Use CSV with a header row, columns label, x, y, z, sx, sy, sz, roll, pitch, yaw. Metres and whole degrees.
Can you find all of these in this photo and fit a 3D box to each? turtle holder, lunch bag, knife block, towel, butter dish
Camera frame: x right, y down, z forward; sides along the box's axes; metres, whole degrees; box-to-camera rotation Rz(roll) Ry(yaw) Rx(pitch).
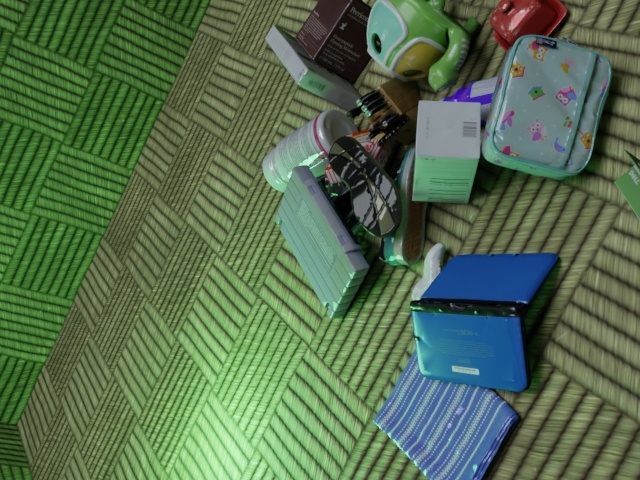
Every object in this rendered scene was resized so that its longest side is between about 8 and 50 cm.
label,x,y,z,sx,sy,sz,roll,pitch,yaw
turtle holder,0.260,-0.510,1.962,0.320,0.243,0.227,45,111,13
lunch bag,0.464,-0.273,1.579,0.108,0.224,0.279,78,-152,-87
knife block,0.157,-0.357,1.989,0.088,0.242,0.275,-38,46,34
towel,0.257,0.383,1.666,0.336,0.040,0.243,39,104,53
butter dish,0.454,-0.518,1.789,0.160,0.118,0.160,-51,40,25

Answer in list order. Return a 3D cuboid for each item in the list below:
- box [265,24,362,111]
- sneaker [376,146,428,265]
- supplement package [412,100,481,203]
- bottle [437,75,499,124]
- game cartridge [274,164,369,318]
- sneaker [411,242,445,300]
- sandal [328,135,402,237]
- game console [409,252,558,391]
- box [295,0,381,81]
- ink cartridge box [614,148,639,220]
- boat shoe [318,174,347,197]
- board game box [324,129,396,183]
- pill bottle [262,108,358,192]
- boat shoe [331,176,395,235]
label,x,y,z,sx,sy,sz,roll,pitch,yaw
box,-0.018,-0.504,2.297,0.058,0.232,0.322,-52,39,21
sneaker,0.197,-0.087,1.917,0.121,0.108,0.302,-1,74,48
supplement package,0.277,-0.192,1.734,0.244,0.134,0.139,77,-162,-70
bottle,0.387,-0.316,1.777,0.283,0.118,0.092,-3,71,53
game cartridge,0.000,0.000,2.034,0.355,0.068,0.230,60,143,28
sneaker,0.267,0.081,1.801,0.061,0.054,0.152,21,93,39
sandal,0.121,-0.136,1.888,0.120,0.086,0.302,-38,55,19
game console,0.351,0.164,1.639,0.293,0.173,0.250,-3,96,52
box,0.065,-0.616,2.298,0.203,0.168,0.167,-54,38,20
ink cartridge box,0.575,-0.066,1.329,0.062,0.209,0.109,-44,42,29
boat shoe,0.050,-0.157,2.170,0.233,0.079,0.084,-19,57,45
board game box,0.110,-0.227,2.039,0.147,0.045,0.193,-10,32,28
pill bottle,-0.032,-0.251,2.249,0.283,0.160,0.160,-26,54,43
boat shoe,0.058,-0.080,2.084,0.335,0.119,0.121,-41,44,33
